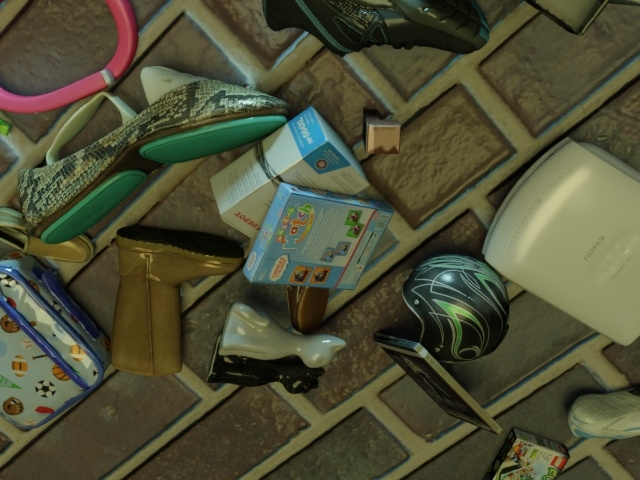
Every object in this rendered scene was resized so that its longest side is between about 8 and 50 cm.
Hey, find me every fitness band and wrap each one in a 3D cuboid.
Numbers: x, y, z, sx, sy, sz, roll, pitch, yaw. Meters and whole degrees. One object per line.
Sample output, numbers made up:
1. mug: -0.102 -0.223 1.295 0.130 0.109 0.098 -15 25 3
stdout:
1. fitness band: -0.431 -0.316 1.048 0.290 0.054 0.209 -18 109 9

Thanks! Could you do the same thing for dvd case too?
1. dvd case: 0.200 0.246 1.174 0.221 0.164 0.018 45 75 -13

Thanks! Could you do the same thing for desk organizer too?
1. desk organizer: 0.092 -0.168 1.028 0.050 0.130 0.047 1 111 1

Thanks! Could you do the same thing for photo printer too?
1. photo printer: 0.437 -0.002 1.081 0.307 0.107 0.256 30 110 -8

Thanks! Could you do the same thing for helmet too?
1. helmet: 0.224 0.102 1.110 0.169 0.169 0.162 -10 115 8

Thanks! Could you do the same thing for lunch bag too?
1. lunch bag: -0.539 0.175 1.216 0.243 0.115 0.303 -34 106 13

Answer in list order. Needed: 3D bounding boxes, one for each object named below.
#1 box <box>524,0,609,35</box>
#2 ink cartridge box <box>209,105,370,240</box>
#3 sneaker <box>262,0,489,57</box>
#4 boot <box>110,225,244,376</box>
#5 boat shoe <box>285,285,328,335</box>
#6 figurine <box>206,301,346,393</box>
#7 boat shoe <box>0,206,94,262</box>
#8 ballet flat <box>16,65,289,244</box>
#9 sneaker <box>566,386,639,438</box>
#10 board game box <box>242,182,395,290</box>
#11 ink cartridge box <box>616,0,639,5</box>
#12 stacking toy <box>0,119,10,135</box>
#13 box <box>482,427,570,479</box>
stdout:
1. box: 0.255 -0.363 0.742 0.220 0.051 0.175 32 111 -8
2. ink cartridge box: -0.049 -0.092 1.055 0.203 0.086 0.148 -32 146 15
3. sneaker: 0.080 -0.338 0.990 0.340 0.125 0.140 18 139 -6
4. boot: -0.256 0.117 1.192 0.236 0.089 0.270 10 113 8
5. boat shoe: -0.028 0.063 1.165 0.073 0.073 0.207 22 114 37
6. figurine: -0.076 0.199 1.172 0.209 0.092 0.215 15 145 -10
7. boat shoe: -0.493 0.002 1.165 0.189 0.072 0.068 16 111 -3
8. ballet flat: -0.290 -0.165 1.057 0.482 0.164 0.182 -25 82 14
9. sneaker: 0.566 0.318 1.219 0.237 0.085 0.086 -2 137 1
10. board game box: 0.000 0.000 1.060 0.211 0.039 0.160 7 118 -39
11. ink cartridge box: 0.276 -0.406 0.873 0.307 0.223 0.129 14 112 -1
12. stacking toy: -0.651 -0.159 1.125 0.221 0.052 0.167 23 111 -6
13. box: 0.383 0.470 1.306 0.114 0.036 0.207 19 111 -4
